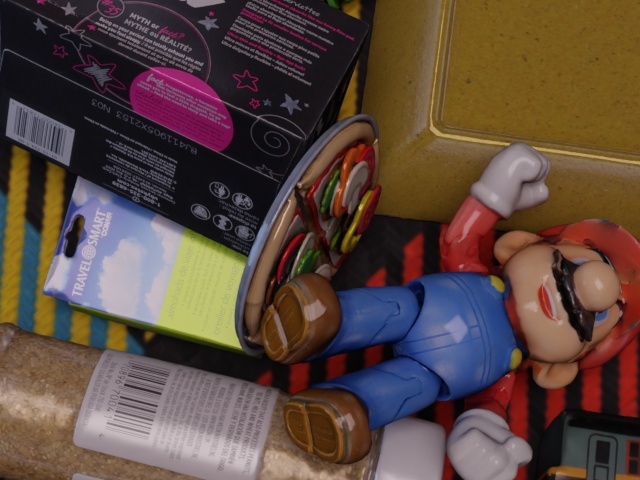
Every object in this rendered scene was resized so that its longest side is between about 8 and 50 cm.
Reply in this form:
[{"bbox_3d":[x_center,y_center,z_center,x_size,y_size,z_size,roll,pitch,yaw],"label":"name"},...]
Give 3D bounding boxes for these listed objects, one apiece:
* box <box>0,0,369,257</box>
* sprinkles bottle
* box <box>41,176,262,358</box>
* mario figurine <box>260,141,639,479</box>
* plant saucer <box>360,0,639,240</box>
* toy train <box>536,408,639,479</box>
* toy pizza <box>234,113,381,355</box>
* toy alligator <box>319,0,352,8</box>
[{"bbox_3d":[-0.111,-0.123,1.226,0.247,0.163,0.142,26,52,4],"label":"box"},{"bbox_3d":[-0.088,0.157,1.209,0.355,0.121,0.121,14,79,1],"label":"sprinkles bottle"},{"bbox_3d":[-0.119,0.020,1.273,0.178,0.042,0.109,15,78,1],"label":"box"},{"bbox_3d":[0.128,0.051,1.159,0.320,0.170,0.198,-16,123,-31],"label":"mario figurine"},{"bbox_3d":[0.209,-0.170,1.302,0.332,0.081,0.333,8,80,0],"label":"plant saucer"},{"bbox_3d":[0.301,0.237,1.203,0.333,0.142,0.190,8,69,0],"label":"toy train"},{"bbox_3d":[0.000,0.000,1.200,0.032,0.201,0.201,27,79,16],"label":"toy pizza"},{"bbox_3d":[0.039,-0.231,1.304,0.189,0.056,0.051,-26,114,19],"label":"toy alligator"}]
